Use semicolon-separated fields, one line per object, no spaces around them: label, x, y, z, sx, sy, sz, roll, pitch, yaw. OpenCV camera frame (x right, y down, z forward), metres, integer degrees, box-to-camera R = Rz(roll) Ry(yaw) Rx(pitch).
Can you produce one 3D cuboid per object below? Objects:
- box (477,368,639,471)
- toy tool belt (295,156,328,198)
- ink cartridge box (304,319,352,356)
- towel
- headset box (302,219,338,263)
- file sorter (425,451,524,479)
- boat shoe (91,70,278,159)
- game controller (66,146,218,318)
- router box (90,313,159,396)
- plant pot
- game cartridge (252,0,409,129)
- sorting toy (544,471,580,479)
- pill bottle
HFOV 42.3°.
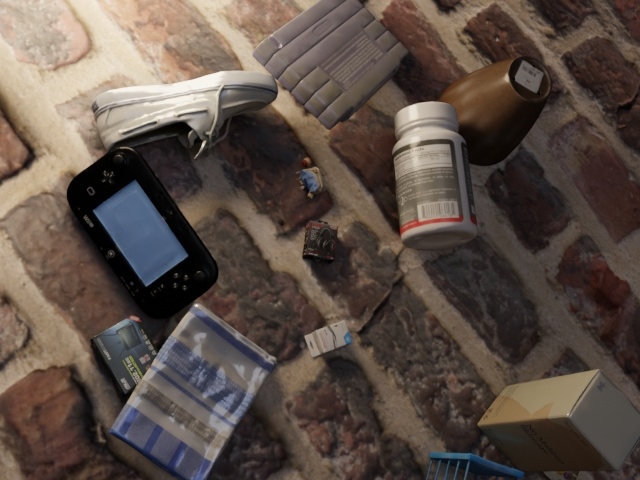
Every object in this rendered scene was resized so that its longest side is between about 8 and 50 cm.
box;0.459;0.354;1.600;0.148;0.311;0.121;46;65;-2
toy tool belt;-0.025;-0.129;1.716;0.051;0.052;0.083;-29;84;-33
ink cartridge box;0.016;0.196;1.644;0.083;0.028;0.048;-18;80;-23
towel;-0.223;0.280;1.506;0.209;0.034;0.285;41;65;-18
headset box;0.000;0.000;1.696;0.062;0.032;0.083;13;72;-16
file sorter;0.283;0.473;1.581;0.118;0.170;0.105;22;72;-12
boat shoe;-0.248;-0.228;1.619;0.367;0.136;0.157;-11;78;-20
game controller;-0.332;-0.014;1.543;0.166;0.067;0.319;-35;87;-7
router box;-0.347;0.207;1.503;0.092;0.038;0.122;-31;86;-25
plant pot;0.399;-0.306;1.825;0.215;0.230;0.215;6;72;-18
game cartridge;0.033;-0.392;1.762;0.230;0.068;0.355;47;45;-6
sorting toy;0.503;0.479;1.730;0.075;0.045;0.083;33;66;0
pill bottle;0.236;-0.135;1.752;0.161;0.161;0.283;1;73;-20
